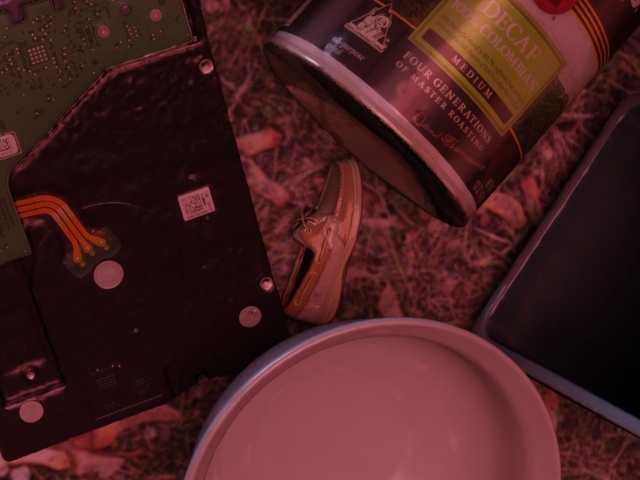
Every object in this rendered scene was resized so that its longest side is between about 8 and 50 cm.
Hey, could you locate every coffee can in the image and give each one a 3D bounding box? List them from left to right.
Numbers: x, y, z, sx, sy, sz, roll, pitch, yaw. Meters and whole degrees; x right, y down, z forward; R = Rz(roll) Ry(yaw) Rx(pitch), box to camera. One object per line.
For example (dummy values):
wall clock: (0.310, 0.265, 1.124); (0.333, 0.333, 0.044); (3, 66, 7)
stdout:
coffee can: (0.121, -0.177, 1.013); (0.201, 0.201, 0.275); (42, 85, -13)

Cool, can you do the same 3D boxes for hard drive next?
hard drive: (-0.172, -0.030, 0.982); (0.236, 0.064, 0.339); (-21, 116, -12)

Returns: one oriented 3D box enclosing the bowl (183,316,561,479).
bowl: (0.021, 0.178, 1.038); (0.297, 0.134, 0.298); (-6, 109, -17)

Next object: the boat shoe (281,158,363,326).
boat shoe: (0.000, 0.000, 1.076); (0.045, 0.050, 0.135); (10, 92, -19)

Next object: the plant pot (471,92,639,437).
plant pot: (0.325, 0.068, 1.067); (0.252, 0.248, 0.247); (35, 86, -30)
